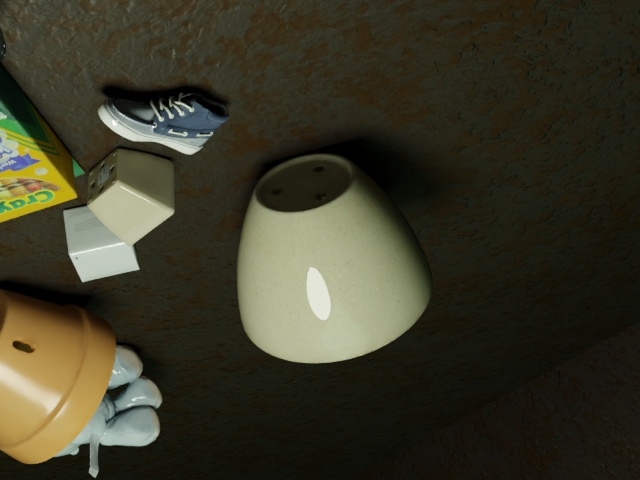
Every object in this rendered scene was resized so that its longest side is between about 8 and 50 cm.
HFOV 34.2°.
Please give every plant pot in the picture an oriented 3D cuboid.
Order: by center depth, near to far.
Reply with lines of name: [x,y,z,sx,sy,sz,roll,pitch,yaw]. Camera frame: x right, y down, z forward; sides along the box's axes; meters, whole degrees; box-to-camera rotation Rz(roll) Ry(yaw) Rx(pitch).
plant pot: [-0.295,-0.076,1.584,0.109,0.109,0.096,-34,134,30]
plant pot: [-0.531,0.218,1.822,0.291,0.291,0.203,-31,132,25]

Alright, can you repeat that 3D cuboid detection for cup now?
cup: [0.000,0.000,1.694,0.331,0.331,0.237,-16,125,0]

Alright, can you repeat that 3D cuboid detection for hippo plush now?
hippo plush: [-0.472,0.368,2.116,0.234,0.294,0.236,29,140,-24]

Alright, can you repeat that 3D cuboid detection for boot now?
boot: [-0.220,-0.183,1.475,0.086,0.069,0.190,-41,151,26]

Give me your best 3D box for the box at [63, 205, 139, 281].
box: [-0.355,0.000,1.693,0.101,0.087,0.102,-12,151,-6]

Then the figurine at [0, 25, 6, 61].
figurine: [-0.453,-0.246,1.124,0.209,0.092,0.215,-32,161,-31]

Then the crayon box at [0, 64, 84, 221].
crayon box: [-0.475,-0.113,1.441,0.203,0.083,0.323,-18,152,4]
